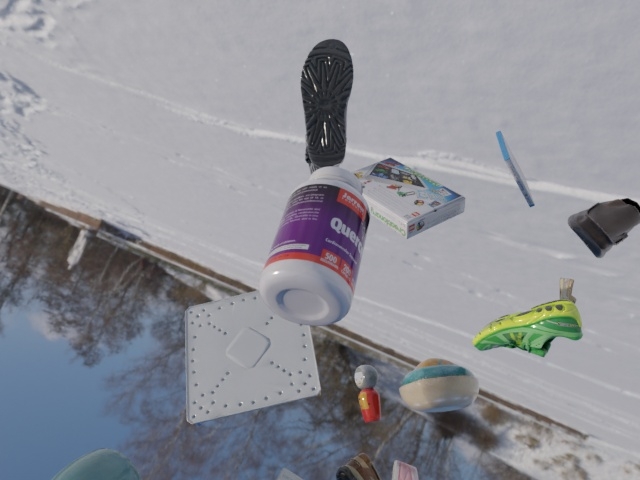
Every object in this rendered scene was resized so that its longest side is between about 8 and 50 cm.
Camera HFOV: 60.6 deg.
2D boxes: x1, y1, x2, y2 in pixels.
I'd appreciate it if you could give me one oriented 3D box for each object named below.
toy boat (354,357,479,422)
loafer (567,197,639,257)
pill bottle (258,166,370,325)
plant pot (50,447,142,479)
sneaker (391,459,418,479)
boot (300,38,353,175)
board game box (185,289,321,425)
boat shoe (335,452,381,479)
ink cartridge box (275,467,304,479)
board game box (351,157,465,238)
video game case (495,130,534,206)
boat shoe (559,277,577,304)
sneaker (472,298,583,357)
[{"bbox_3d":[0.240,0.372,1.414,0.318,0.148,0.267,-16,156,20],"label":"toy boat"},{"bbox_3d":[0.781,-0.061,1.483,0.133,0.130,0.366,53,-143,11],"label":"loafer"},{"bbox_3d":[0.000,0.000,1.116,0.182,0.322,0.181,9,140,8],"label":"pill bottle"},{"bbox_3d":[-0.611,0.697,1.379,0.290,0.290,0.195,20,-176,26],"label":"plant pot"},{"bbox_3d":[0.208,0.619,1.351,0.070,0.134,0.051,13,151,0],"label":"sneaker"},{"bbox_3d":[0.018,-0.377,1.722,0.146,0.366,0.445,6,-179,2],"label":"boot"},{"bbox_3d":[-0.214,0.336,1.669,0.390,0.389,0.050,-14,142,2],"label":"board game box"},{"bbox_3d":[0.169,0.777,1.615,0.123,0.120,0.323,-13,106,50],"label":"boat shoe"},{"bbox_3d":[-0.132,0.786,1.568,0.087,0.153,0.208,29,-152,4],"label":"ink cartridge box"},{"bbox_3d":[0.207,-0.123,1.464,0.305,0.193,0.053,40,145,46],"label":"board game box"},{"bbox_3d":[0.473,-0.174,1.331,0.015,0.119,0.166,-25,127,25],"label":"video game case"},{"bbox_3d":[0.930,0.219,2.054,0.059,0.170,0.063,-2,158,25],"label":"boat shoe"},{"bbox_3d":[0.512,0.243,1.381,0.109,0.123,0.296,-17,172,-46],"label":"sneaker"}]
